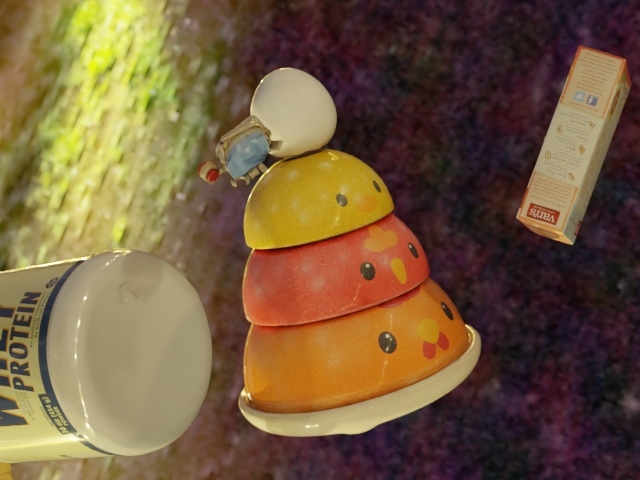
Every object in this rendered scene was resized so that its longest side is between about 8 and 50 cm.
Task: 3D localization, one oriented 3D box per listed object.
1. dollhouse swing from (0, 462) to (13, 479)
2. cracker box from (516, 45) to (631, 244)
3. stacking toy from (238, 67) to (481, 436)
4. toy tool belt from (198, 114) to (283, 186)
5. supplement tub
[{"bbox_3d":[-0.589,0.339,2.055,0.315,0.305,0.346,-3,96,61],"label":"dollhouse swing"},{"bbox_3d":[0.327,-0.118,1.738,0.156,0.067,0.232,21,-92,-74],"label":"cracker box"},{"bbox_3d":[0.000,0.000,1.861,0.350,0.351,0.479,-162,54,-70],"label":"stacking toy"},{"bbox_3d":[-0.079,-0.081,1.345,0.083,0.052,0.051,-43,50,-2],"label":"toy tool belt"},{"bbox_3d":[-0.316,0.143,1.608,0.325,0.235,0.235,-10,57,38],"label":"supplement tub"}]
